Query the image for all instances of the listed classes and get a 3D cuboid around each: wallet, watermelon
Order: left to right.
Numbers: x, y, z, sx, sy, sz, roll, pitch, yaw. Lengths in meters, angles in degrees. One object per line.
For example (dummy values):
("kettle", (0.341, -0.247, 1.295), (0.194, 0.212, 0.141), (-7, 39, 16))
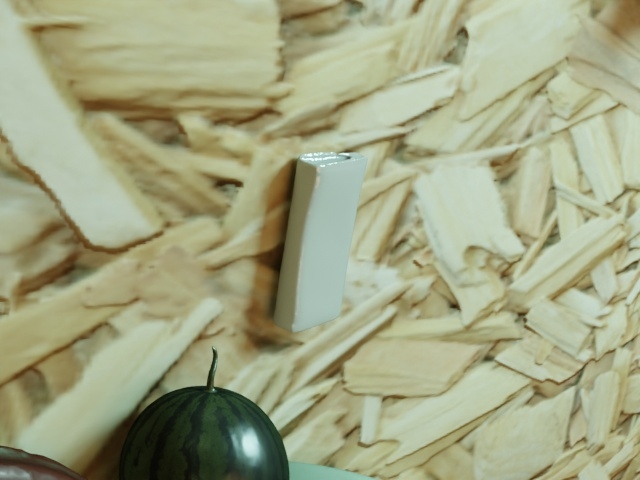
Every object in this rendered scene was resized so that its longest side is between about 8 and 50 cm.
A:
("watermelon", (-0.071, 0.132, 0.649), (0.105, 0.105, 0.133), (-3, 96, -47))
("wallet", (0.000, 0.000, 0.715), (0.061, 0.025, 0.122), (-10, 116, -43))

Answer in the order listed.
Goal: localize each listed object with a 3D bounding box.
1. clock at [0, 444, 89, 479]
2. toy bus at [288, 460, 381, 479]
("clock", (-0.227, 0.257, 0.555), (0.318, 0.080, 0.318), (-19, 120, -37))
("toy bus", (-0.021, 0.280, 0.668), (0.271, 0.133, 0.165), (-60, 155, -53))
